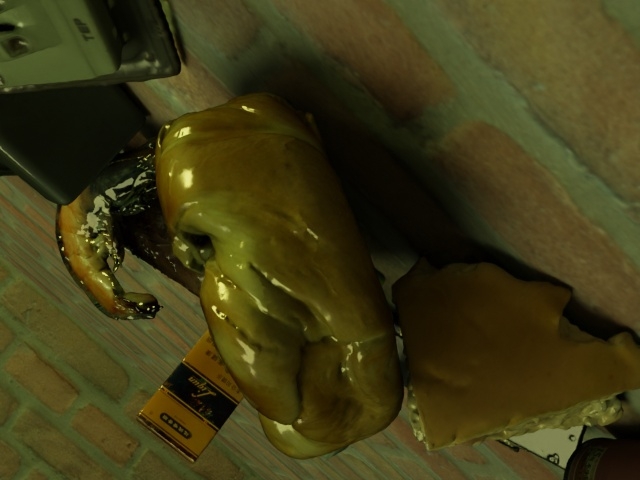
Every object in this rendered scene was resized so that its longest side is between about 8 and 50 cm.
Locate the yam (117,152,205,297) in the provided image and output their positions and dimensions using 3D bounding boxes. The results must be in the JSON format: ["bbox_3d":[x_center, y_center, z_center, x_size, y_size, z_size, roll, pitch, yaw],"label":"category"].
[{"bbox_3d":[-0.217,-0.024,1.113,0.280,0.131,0.131,30,156,24],"label":"yam"}]

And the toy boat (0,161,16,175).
[{"bbox_3d":[-0.491,-0.143,1.119,0.141,0.092,0.320,47,-156,17],"label":"toy boat"}]

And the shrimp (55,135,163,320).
[{"bbox_3d":[-0.233,-0.013,1.017,0.290,0.054,0.222,-27,79,30],"label":"shrimp"}]

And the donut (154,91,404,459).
[{"bbox_3d":[-0.044,0.033,0.760,0.360,0.170,0.360,158,90,-85],"label":"donut"}]

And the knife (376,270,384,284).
[{"bbox_3d":[0.000,0.000,0.959,0.184,0.026,0.022,35,161,0],"label":"knife"}]

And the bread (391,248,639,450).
[{"bbox_3d":[0.178,0.095,0.807,0.183,0.224,0.211,81,175,-66],"label":"bread"}]

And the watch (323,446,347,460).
[{"bbox_3d":[-0.020,0.170,1.050,0.162,0.253,0.241,-3,140,-7],"label":"watch"}]

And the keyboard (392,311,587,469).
[{"bbox_3d":[0.175,0.171,0.978,0.310,0.018,0.100,23,122,32],"label":"keyboard"}]

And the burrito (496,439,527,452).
[{"bbox_3d":[0.187,0.207,1.033,0.230,0.058,0.063,22,147,30],"label":"burrito"}]

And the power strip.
[{"bbox_3d":[-0.279,-0.208,0.737,0.251,0.092,0.257,-11,151,1],"label":"power strip"}]

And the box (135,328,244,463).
[{"bbox_3d":[-0.250,0.324,1.665,0.152,0.237,0.070,38,154,2],"label":"box"}]

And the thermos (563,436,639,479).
[{"bbox_3d":[0.378,0.252,0.742,0.136,0.110,0.330,64,157,4],"label":"thermos"}]

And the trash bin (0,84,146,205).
[{"bbox_3d":[-0.348,-0.176,0.954,0.101,0.176,0.236,12,149,52],"label":"trash bin"}]
